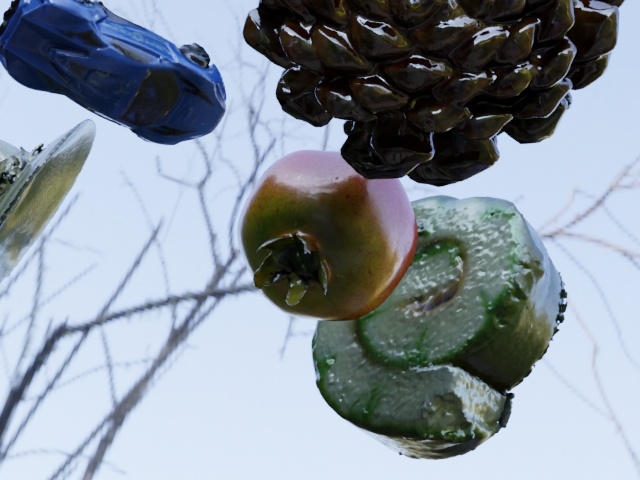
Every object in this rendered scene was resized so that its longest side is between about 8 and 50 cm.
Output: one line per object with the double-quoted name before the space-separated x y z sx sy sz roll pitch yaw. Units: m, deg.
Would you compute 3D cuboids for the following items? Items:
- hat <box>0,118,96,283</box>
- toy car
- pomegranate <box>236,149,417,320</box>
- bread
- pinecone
"hat" -0.351 -0.053 1.344 0.110 0.252 0.252 33 -39 -2
"toy car" -0.181 -0.148 1.122 0.216 0.063 0.103 25 -62 -24
"pomegranate" 0.000 0.000 1.537 0.220 0.256 0.221 9 -67 23
"bread" 0.158 0.116 1.742 0.366 0.382 0.129 -30 -45 23
"pinecone" 0.108 -0.250 1.329 0.397 0.398 0.398 9 -38 7
